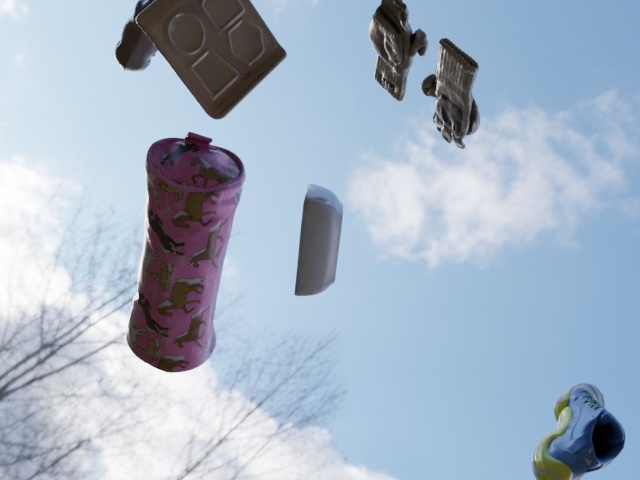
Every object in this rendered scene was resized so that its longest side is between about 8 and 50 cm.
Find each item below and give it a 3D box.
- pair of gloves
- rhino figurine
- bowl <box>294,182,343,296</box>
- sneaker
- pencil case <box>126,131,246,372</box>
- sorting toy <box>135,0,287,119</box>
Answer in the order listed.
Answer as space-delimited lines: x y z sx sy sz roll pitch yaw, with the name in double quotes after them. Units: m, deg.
0.163 -0.264 1.210 0.240 0.042 0.204 47 -17 30 "pair of gloves"
-0.292 -0.390 1.368 0.073 0.106 0.243 32 -46 -12 "rhino figurine"
0.000 0.000 1.048 0.053 0.142 0.142 7 -77 0 "bowl"
0.404 0.277 1.150 0.091 0.240 0.126 52 -49 -2 "sneaker"
-0.218 0.026 1.250 0.167 0.160 0.386 41 -48 33 "pencil case"
-0.177 -0.334 1.296 0.208 0.193 0.038 51 -26 -22 "sorting toy"
